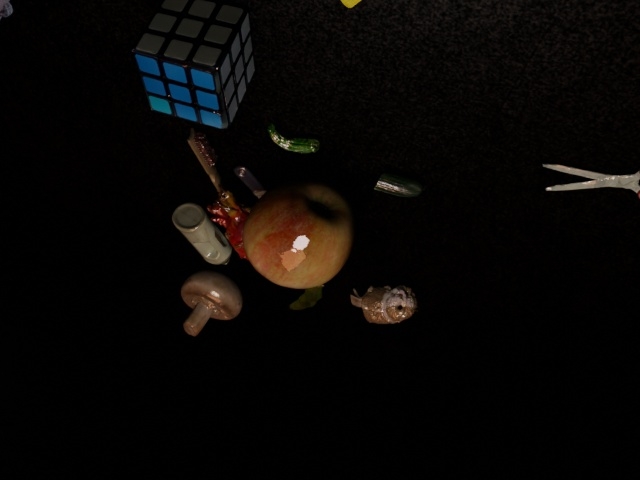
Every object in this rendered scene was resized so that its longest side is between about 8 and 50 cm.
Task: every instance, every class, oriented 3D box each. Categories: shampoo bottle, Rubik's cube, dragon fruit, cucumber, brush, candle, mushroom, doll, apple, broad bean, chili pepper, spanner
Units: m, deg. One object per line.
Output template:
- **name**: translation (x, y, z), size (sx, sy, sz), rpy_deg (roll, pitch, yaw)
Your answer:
- **shampoo bottle**: translation (-0.318, -0.003, 1.892), size (0.118, 0.087, 0.234), rpy_deg (28, 161, 35)
- **Rubik's cube**: translation (-0.221, -0.321, 1.206), size (0.162, 0.163, 0.161), rpy_deg (14, 151, 7)
- **dragon fruit**: translation (-0.194, -0.046, 1.693), size (0.125, 0.125, 0.246), rpy_deg (-35, 131, 2)
- **cucumber**: translation (0.172, -0.119, 1.440), size (0.105, 0.048, 0.048), rpy_deg (16, 152, 2)
- **brush**: translation (-0.257, -0.175, 1.607), size (0.036, 0.043, 0.248), rpy_deg (2, 148, 15)
- **candle**: translation (-0.182, -0.016, 1.823), size (0.301, 0.059, 0.084), rpy_deg (33, 158, -24)
- **mushroom**: translation (-0.365, 0.207, 2.164), size (0.207, 0.215, 0.207), rpy_deg (21, 150, 13)
- **doll**: translation (0.174, 0.184, 1.902), size (0.221, 0.105, 0.115), rpy_deg (-6, 144, 37)
- **apple**: translation (-0.046, -0.022, 1.529), size (0.256, 0.257, 0.234), rpy_deg (23, 140, -7)
- **broad bean**: translation (-0.036, 0.178, 2.089), size (0.060, 0.043, 0.297), rpy_deg (33, 151, -5)
- **chili pepper**: translation (-0.057, -0.212, 1.433), size (0.117, 0.035, 0.055), rpy_deg (24, 140, 11)
- **spanner**: translation (-0.111, -0.088, 1.695), size (0.087, 0.024, 0.316), rpy_deg (-5, 142, 35)

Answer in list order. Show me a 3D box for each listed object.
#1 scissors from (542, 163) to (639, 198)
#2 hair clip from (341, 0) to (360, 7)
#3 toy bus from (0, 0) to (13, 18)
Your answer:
- **scissors**: translation (0.546, -0.112, 1.253), size (0.247, 0.017, 0.144), rpy_deg (6, 148, 26)
- **hair clip**: translation (-0.004, -0.423, 1.014), size (0.173, 0.046, 0.072), rpy_deg (33, 154, -24)
- **toy bus**: translation (-0.733, -0.450, 1.363), size (0.136, 0.109, 0.329), rpy_deg (44, 144, -20)
